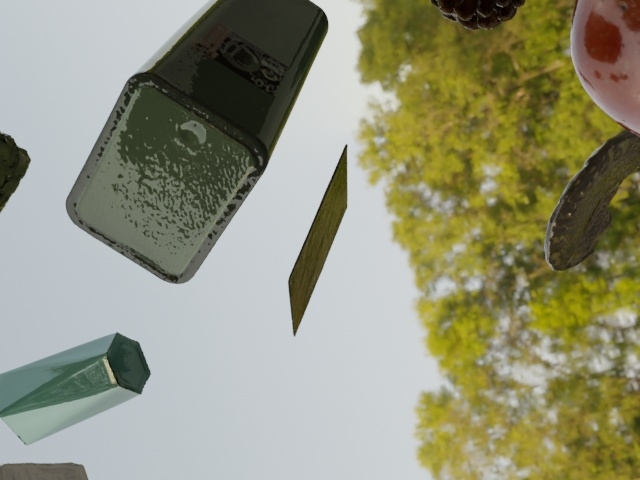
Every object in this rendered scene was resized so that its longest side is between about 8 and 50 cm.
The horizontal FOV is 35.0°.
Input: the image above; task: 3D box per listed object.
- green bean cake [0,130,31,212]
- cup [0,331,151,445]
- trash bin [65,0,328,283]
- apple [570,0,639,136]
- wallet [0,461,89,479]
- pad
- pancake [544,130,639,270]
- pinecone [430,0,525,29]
[{"bbox_3d":[-0.575,-0.104,1.551,0.200,0.113,0.214,36,-99,-45],"label":"green bean cake"},{"bbox_3d":[-0.413,0.240,1.705,0.134,0.235,0.148,66,-155,1],"label":"cup"},{"bbox_3d":[-0.125,-0.153,1.157,0.158,0.223,0.343,31,-142,-8],"label":"trash bin"},{"bbox_3d":[0.402,-0.226,1.101,0.216,0.260,0.260,32,170,44],"label":"apple"},{"bbox_3d":[-0.352,0.347,1.323,0.183,0.032,0.124,23,-137,-61],"label":"wallet"},{"bbox_3d":[0.000,0.000,1.955,0.220,0.004,0.330,87,-158,-57],"label":"pad"},{"bbox_3d":[0.507,-0.074,1.858,0.033,0.286,0.288,38,157,31],"label":"pancake"},{"bbox_3d":[0.236,-0.382,1.441,0.163,0.163,0.165,66,172,-12],"label":"pinecone"}]
